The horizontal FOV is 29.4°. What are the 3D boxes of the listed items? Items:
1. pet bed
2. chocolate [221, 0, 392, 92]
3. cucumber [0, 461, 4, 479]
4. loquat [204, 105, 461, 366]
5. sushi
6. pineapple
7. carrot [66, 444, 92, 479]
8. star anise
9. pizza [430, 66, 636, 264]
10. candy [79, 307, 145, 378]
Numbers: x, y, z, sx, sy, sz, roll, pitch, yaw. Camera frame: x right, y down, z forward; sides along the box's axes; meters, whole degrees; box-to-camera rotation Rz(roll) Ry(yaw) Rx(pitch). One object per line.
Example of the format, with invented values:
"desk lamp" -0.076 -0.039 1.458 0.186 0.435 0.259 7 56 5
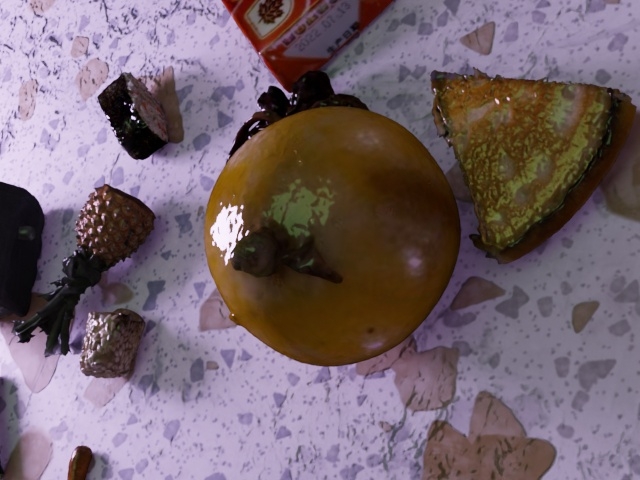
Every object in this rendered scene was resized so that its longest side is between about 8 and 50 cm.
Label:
"pet bed" -0.545 0.018 1.978 0.159 0.183 0.211 -10 65 37
"chocolate" -0.035 -0.386 1.841 0.235 0.108 0.237 -40 54 13
"cucumber" -0.537 0.297 1.941 0.058 0.058 0.187 -24 60 24
"loquat" 0.000 0.000 1.528 0.328 0.359 0.328 6 102 29
"sushi" -0.297 -0.200 1.954 0.078 0.090 0.150 -35 55 13
"pineapple" -0.363 0.051 1.880 0.130 0.119 0.277 36 94 44
"carrot" -0.364 0.352 1.825 0.032 0.032 0.093 4 79 34
"star anise" -0.041 -0.145 1.745 0.190 0.126 0.220 32 88 33
"pizza" 0.241 -0.097 1.571 0.287 0.074 0.251 15 81 37
"candy" -0.314 0.153 1.826 0.085 0.095 0.110 2 78 30
